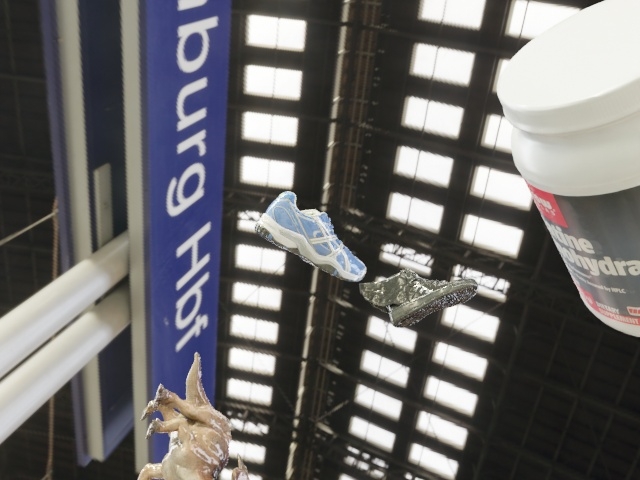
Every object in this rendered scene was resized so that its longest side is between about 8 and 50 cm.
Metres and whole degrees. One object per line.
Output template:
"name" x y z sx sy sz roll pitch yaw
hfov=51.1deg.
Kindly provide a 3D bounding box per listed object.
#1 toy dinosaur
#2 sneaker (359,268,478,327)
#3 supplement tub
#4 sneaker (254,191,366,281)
"toy dinosaur" -0.179 0.323 1.039 0.200 0.295 0.127 21 -58 -16
"sneaker" 0.148 0.073 1.026 0.170 0.089 0.051 -27 -37 15
"supplement tub" 0.292 -0.061 0.609 0.191 0.191 0.272 -21 -59 27
"sneaker" 0.000 0.000 1.053 0.211 0.080 0.081 32 -96 -33
